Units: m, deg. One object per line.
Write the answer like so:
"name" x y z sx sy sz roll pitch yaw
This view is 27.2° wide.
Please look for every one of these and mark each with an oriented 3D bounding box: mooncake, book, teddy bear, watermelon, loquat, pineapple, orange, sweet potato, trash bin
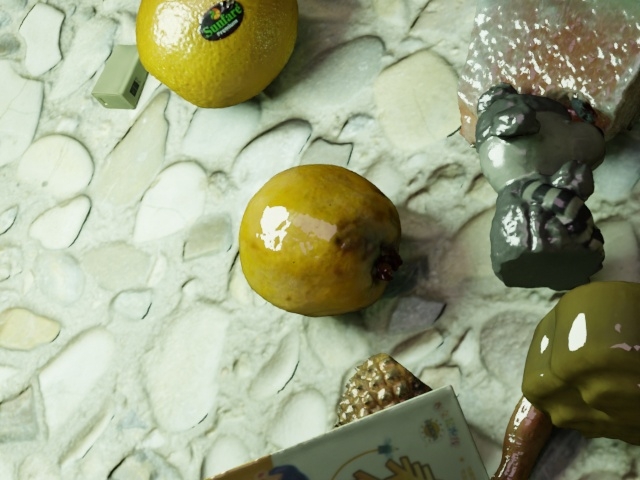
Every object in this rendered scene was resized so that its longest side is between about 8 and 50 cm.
"mooncake" 0.326 0.135 1.329 0.235 0.235 0.117 -1 61 29
"book" 0.041 0.301 1.406 0.295 0.020 0.208 -21 81 -3
"teddy bear" 0.247 -0.074 1.458 0.144 0.171 0.251 -8 82 9
"watermelon" 0.309 -0.243 1.577 0.264 0.151 0.302 18 74 35
"loquat" 0.000 0.000 1.610 0.234 0.176 0.187 23 93 39
"pineapple" 0.025 0.265 1.488 0.119 0.130 0.277 35 81 8
"orange" -0.141 -0.299 1.817 0.236 0.236 0.236 -13 59 22
"sweet potato" 0.205 0.242 1.439 0.050 0.050 0.214 27 85 36
"trash bin" -0.296 -0.247 1.981 0.061 0.043 0.092 6 66 31
